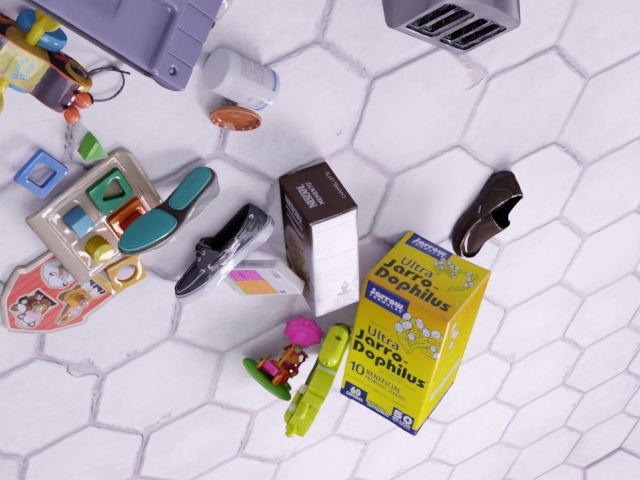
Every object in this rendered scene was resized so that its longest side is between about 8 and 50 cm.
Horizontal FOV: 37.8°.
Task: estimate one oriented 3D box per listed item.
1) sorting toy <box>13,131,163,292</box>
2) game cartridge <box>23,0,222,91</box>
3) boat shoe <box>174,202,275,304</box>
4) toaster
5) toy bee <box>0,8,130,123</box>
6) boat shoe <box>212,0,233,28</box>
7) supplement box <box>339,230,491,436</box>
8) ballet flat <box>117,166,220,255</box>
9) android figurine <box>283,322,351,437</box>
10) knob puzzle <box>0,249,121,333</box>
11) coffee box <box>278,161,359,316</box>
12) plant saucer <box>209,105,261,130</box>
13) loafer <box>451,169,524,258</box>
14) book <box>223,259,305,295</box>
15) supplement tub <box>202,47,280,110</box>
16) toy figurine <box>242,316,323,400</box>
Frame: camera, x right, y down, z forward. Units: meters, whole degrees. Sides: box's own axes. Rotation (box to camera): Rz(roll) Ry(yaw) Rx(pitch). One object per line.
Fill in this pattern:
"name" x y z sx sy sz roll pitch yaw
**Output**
"sorting toy" -0.349 -0.030 1.516 0.196 0.047 0.348 -38 141 -10
"game cartridge" -0.263 -0.367 1.177 0.355 0.068 0.230 28 86 -46
"boat shoe" -0.186 0.019 1.673 0.228 0.080 0.076 -39 122 10
"toaster" 0.211 -0.379 1.454 0.168 0.110 0.185 10 161 -40
"toy bee" -0.364 -0.235 1.237 0.298 0.162 0.195 0 128 -33
"boat shoe" -0.165 -0.323 1.375 0.100 0.035 0.035 -38 139 5
"supplement box" 0.191 0.196 1.947 0.195 0.194 0.356 -43 152 -43
"ballet flat" -0.242 -0.035 1.539 0.213 0.072 0.068 -47 150 -23
"android figurine" -0.009 0.294 1.934 0.056 0.273 0.248 28 130 1
"knob puzzle" -0.459 0.103 1.606 0.213 0.030 0.213 -18 138 -18
"coffee box" 0.000 0.000 1.722 0.098 0.141 0.246 -20 137 -16
"plant saucer" -0.136 -0.197 1.503 0.083 0.013 0.083 3 164 1
"loafer" 0.349 -0.041 1.956 0.080 0.078 0.220 2 128 -35
"book" -0.114 0.067 1.724 0.144 0.035 0.096 -1 150 34
"supplement tub" -0.121 -0.248 1.451 0.107 0.071 0.071 19 118 -43
"toy figurine" -0.055 0.234 1.953 0.159 0.130 0.173 -50 160 4
